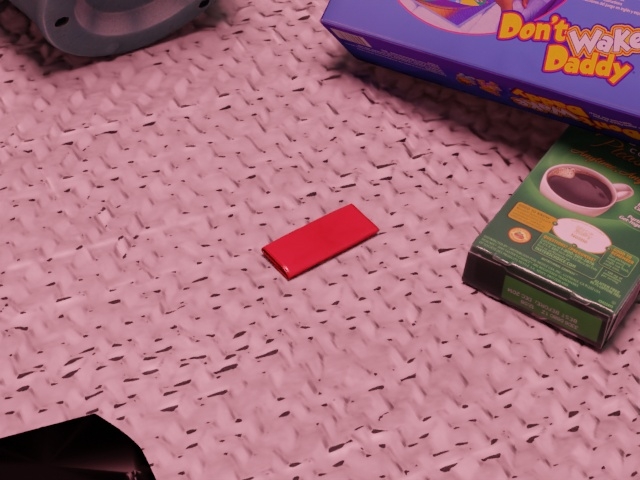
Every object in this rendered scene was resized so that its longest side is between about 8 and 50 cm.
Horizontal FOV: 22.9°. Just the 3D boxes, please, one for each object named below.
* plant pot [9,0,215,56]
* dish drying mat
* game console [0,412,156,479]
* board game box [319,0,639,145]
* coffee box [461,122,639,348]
[{"bbox_3d":[-0.186,-0.287,1.189,0.272,0.271,0.255,-21,68,-29],"label":"plant pot"},{"bbox_3d":[0.000,0.000,1.096,0.083,0.008,0.032,-27,56,-33],"label":"dish drying mat"},{"bbox_3d":[-0.233,0.218,0.806,0.361,0.044,0.213,-14,49,-23],"label":"game console"},{"bbox_3d":[0.202,-0.205,1.151,0.347,0.078,0.233,21,83,28],"label":"board game box"},{"bbox_3d":[0.192,-0.011,1.120,0.113,0.040,0.184,26,47,17],"label":"coffee box"}]
